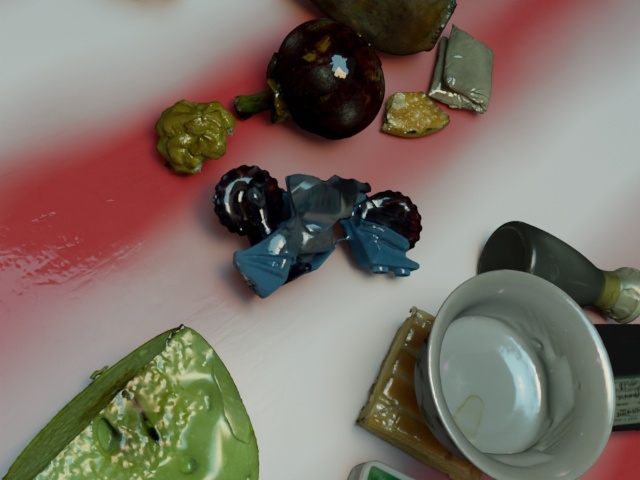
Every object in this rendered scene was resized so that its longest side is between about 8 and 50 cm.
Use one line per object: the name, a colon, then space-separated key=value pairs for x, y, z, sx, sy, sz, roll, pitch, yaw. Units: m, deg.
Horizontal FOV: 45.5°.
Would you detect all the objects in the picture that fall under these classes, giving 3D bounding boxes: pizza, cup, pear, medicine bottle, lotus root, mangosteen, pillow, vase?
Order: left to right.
pear: x=-0.248 y=0.345 z=1.124 sx=0.318 sy=0.238 sz=0.342 roll=51 pitch=56 yaw=-10
mangosteen: x=-0.020 y=-0.287 z=1.458 sx=0.289 sy=0.231 sz=0.231 roll=-28 pitch=81 yaw=5
lotus root: x=0.122 y=-0.537 z=1.575 sx=0.346 sy=0.250 sz=0.250 roll=37 pitch=63 yaw=-5
medicine bottle: x=0.129 y=0.459 z=1.297 sx=0.183 sy=0.069 sz=0.119 roll=30 pitch=61 yaw=-9
pizza: x=0.194 y=-0.263 z=1.608 sx=0.160 sy=0.036 sz=0.099 roll=-9 pitch=74 yaw=-23
pillow: x=0.315 y=-0.373 z=1.672 sx=0.134 sy=0.078 sz=0.181 roll=21 pitch=62 yaw=-15
cup: x=0.293 y=0.236 z=1.262 sx=0.347 sy=0.163 sz=0.347 roll=8 pitch=68 yaw=-20
vase: x=0.491 y=0.080 z=1.529 sx=0.321 sy=0.173 sz=0.173 roll=15 pitch=66 yaw=-22

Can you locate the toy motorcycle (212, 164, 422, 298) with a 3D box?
toy motorcycle: x=0.000 y=0.000 z=1.382 sx=0.416 sy=0.172 sz=0.232 roll=8 pitch=74 yaw=-27

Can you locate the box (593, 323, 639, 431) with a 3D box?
box: x=0.650 y=0.271 z=1.531 sx=0.350 sy=0.058 sz=0.211 roll=4 pitch=85 yaw=-23

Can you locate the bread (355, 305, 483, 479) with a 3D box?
bread: x=0.210 y=0.278 z=1.370 sx=0.246 sy=0.111 sz=0.239 roll=32 pitch=62 yaw=-6

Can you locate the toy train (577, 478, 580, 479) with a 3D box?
toy train: x=0.441 y=0.386 z=1.445 sx=0.081 sy=0.060 sz=0.202 roll=4 pitch=69 yaw=-11

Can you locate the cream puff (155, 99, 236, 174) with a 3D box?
cream puff: x=-0.224 y=-0.201 z=1.378 sx=0.121 sy=0.156 sz=0.156 roll=46 pitch=61 yaw=-19
